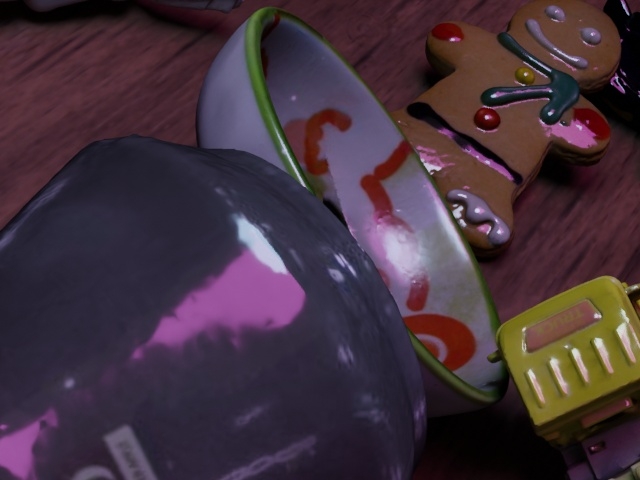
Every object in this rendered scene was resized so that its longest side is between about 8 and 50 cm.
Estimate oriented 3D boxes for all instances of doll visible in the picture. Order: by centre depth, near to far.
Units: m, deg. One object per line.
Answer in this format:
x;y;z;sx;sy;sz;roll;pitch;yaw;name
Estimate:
0.332;-0.130;1.327;0.127;0.088;0.249;-7;59;-50;doll

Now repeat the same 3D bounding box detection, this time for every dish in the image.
0.000;0.000;1.001;0.324;0.124;0.324;51;19;-25;dish

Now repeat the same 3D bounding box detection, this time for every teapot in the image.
-0.168;0.101;0.768;0.361;0.305;0.376;-32;84;-32;teapot

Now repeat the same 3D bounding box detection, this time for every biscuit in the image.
0.167;-0.127;1.240;0.197;0.049;0.301;39;59;14;biscuit

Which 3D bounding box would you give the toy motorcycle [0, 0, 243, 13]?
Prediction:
-0.226;-0.281;1.225;0.340;0.108;0.223;13;46;-8;toy motorcycle

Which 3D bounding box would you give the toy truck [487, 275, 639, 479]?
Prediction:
0.212;0.156;0.918;0.124;0.157;0.272;-27;68;13;toy truck
